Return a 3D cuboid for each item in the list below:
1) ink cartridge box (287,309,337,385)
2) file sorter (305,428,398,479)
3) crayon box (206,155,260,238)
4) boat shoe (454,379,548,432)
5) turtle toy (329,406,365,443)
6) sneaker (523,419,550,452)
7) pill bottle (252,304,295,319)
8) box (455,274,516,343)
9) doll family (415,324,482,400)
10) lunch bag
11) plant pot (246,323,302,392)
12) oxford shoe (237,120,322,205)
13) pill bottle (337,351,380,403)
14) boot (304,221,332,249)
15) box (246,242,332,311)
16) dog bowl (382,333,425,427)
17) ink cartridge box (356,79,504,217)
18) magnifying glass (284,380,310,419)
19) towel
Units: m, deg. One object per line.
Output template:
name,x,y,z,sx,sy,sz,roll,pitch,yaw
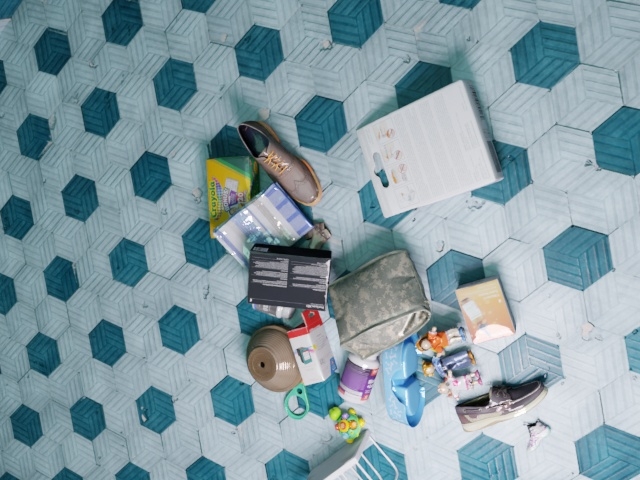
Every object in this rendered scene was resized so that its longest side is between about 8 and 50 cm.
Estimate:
ink cartridge box,-0.032,0.344,1.830,0.078,0.134,0.231,-19,88,21
file sorter,0.088,0.798,1.801,0.277,0.193,0.173,-42,84,19
crayon box,-0.297,-0.147,1.908,0.165,0.081,0.278,-1,95,19
boat shoe,0.535,0.483,1.655,0.285,0.103,0.092,-34,88,26
turtle toy,0.081,0.609,1.842,0.130,0.066,0.095,37,98,39
sneaker,0.635,0.583,1.662,0.069,0.038,0.098,39,97,14
pill bottle,-0.158,0.220,1.894,0.137,0.078,0.078,16,100,18
box,0.494,0.205,1.647,0.130,0.091,0.170,-20,88,21
doll family,0.385,0.359,1.706,0.163,0.118,0.263,-19,106,15
lunch bag,0.190,0.187,1.673,0.287,0.169,0.235,-31,47,21
plant pot,-0.170,0.411,1.888,0.237,0.110,0.237,1,93,26
oxford shoe,-0.144,-0.250,1.815,0.364,0.133,0.130,45,107,11
pill bottle,0.131,0.420,1.791,0.108,0.108,0.193,20,102,17
boot,0.000,0.000,1.836,0.087,0.042,0.118,-28,86,18
box,-0.100,0.119,1.802,0.261,0.103,0.184,6,105,2
dog bowl,0.258,0.430,1.723,0.074,0.166,0.297,-3,94,32
ink cartridge box,0.325,-0.268,1.689,0.385,0.091,0.308,-19,89,38
magnifying glass,-0.070,0.514,1.919,0.092,0.026,0.231,14,99,19
towel,-0.192,-0.035,1.830,0.285,0.034,0.209,-37,101,13
